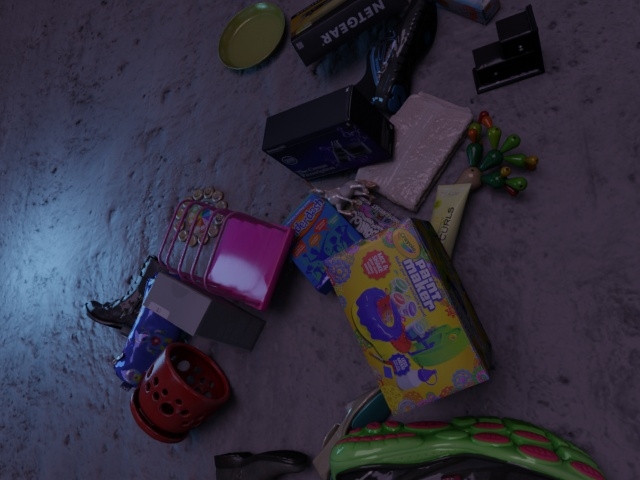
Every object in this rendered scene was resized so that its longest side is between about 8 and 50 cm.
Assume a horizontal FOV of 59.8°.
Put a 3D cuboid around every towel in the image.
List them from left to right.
[{"bbox_3d":[0.225,-0.219,1.333,0.187,0.049,0.282,31,87,33],"label":"towel"}]

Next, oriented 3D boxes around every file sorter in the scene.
[{"bbox_3d":[-0.241,0.021,1.338,0.290,0.182,0.202,14,83,52],"label":"file sorter"}]

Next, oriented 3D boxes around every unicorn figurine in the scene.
[{"bbox_3d":[0.052,-0.108,1.302,0.111,0.162,0.060,36,129,35],"label":"unicorn figurine"}]

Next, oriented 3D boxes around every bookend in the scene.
[{"bbox_3d":[0.411,-0.425,1.253,0.156,0.157,0.072,-14,65,21],"label":"bookend"}]

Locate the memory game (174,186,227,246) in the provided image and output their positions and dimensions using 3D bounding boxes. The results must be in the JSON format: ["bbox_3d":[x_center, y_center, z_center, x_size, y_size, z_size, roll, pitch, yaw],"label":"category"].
[{"bbox_3d":[-0.343,-0.069,1.587,0.186,0.012,0.186,-10,67,23],"label":"memory game"}]

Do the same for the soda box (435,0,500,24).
[{"bbox_3d":[0.361,-0.614,1.410,0.183,0.058,0.063,39,91,33],"label":"soda box"}]

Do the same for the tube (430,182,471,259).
[{"bbox_3d":[0.264,-0.012,1.218,0.070,0.062,0.240,15,80,12],"label":"tube"}]

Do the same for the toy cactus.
[{"bbox_3d":[0.367,-0.166,1.226,0.180,0.112,0.219,-45,58,27],"label":"toy cactus"}]

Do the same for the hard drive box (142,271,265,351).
[{"bbox_3d":[-0.272,0.173,1.327,0.181,0.232,0.089,22,82,32],"label":"hard drive box"}]

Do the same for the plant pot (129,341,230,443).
[{"bbox_3d":[-0.340,0.365,1.313,0.174,0.191,0.191,-46,57,7],"label":"plant pot"}]

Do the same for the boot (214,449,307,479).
[{"bbox_3d":[-0.129,0.546,1.211,0.246,0.083,0.161,-14,72,28],"label":"boot"}]

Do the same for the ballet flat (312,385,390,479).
[{"bbox_3d":[0.065,0.391,1.166,0.086,0.086,0.248,33,89,33],"label":"ballet flat"}]

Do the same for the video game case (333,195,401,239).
[{"bbox_3d":[0.088,0.010,1.318,0.232,0.042,0.210,37,92,33],"label":"video game case"}]

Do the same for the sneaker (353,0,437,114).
[{"bbox_3d":[0.188,-0.491,1.413,0.139,0.125,0.341,20,80,33],"label":"sneaker"}]

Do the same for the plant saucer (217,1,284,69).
[{"bbox_3d":[-0.208,-0.624,1.718,0.241,0.037,0.241,-10,66,24],"label":"plant saucer"}]

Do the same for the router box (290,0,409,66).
[{"bbox_3d":[0.067,-0.614,1.490,0.309,0.081,0.243,-27,33,16],"label":"router box"}]

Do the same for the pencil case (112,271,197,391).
[{"bbox_3d":[-0.424,0.229,1.423,0.306,0.133,0.119,-68,23,-1],"label":"pencil case"}]

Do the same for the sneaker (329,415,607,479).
[{"bbox_3d":[0.258,0.439,1.010,0.483,0.185,0.202,-7,90,23],"label":"sneaker"}]

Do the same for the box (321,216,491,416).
[{"bbox_3d":[0.175,0.124,1.039,0.177,0.279,0.290,-27,82,16],"label":"box"}]

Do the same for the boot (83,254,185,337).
[{"bbox_3d":[-0.515,0.146,1.554,0.263,0.091,0.229,19,79,21],"label":"boot"}]

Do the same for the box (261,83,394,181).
[{"bbox_3d":[0.018,-0.247,1.336,0.261,0.184,0.103,-11,59,37],"label":"box"}]

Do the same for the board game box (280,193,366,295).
[{"bbox_3d":[0.000,0.000,1.313,0.160,0.047,0.210,-47,55,6],"label":"board game box"}]
